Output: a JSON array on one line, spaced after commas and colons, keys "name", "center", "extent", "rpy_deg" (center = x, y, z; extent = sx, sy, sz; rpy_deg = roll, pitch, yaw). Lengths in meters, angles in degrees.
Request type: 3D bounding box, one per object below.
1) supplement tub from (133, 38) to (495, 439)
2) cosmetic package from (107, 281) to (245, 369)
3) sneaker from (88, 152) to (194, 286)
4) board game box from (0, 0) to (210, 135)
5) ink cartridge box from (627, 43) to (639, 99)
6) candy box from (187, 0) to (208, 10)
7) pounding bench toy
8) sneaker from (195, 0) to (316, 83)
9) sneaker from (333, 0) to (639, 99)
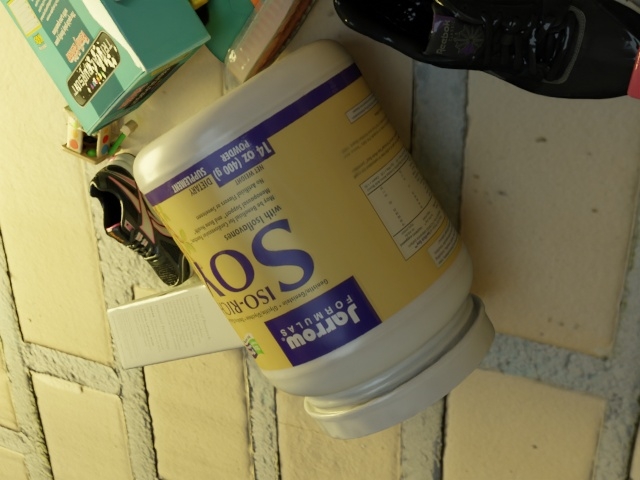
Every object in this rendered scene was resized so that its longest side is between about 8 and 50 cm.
[{"name": "supplement tub", "center": [0.000, 0.000, 0.860], "extent": [0.241, 0.241, 0.331], "rpy_deg": [-26, 101, 36]}, {"name": "cosmetic package", "center": [-0.133, 0.088, 1.047], "extent": [0.231, 0.117, 0.085], "rpy_deg": [-17, 90, 35]}, {"name": "sneaker", "center": [-0.229, -0.014, 1.083], "extent": [0.072, 0.077, 0.178], "rpy_deg": [-25, 103, 37]}, {"name": "board game box", "center": [-0.269, -0.294, 0.885], "extent": [0.336, 0.079, 0.254], "rpy_deg": [58, 154, -9]}, {"name": "ink cartridge box", "center": [0.334, -0.191, 0.627], "extent": [0.159, 0.092, 0.217], "rpy_deg": [27, 119, 37]}, {"name": "candy box", "center": [-0.171, -0.267, 0.884], "extent": [0.206, 0.027, 0.105], "rpy_deg": [-3, 115, 61]}, {"name": "pounding bench toy", "center": [-0.261, -0.124, 1.055], "extent": [0.083, 0.052, 0.065], "rpy_deg": [24, 125, 15]}, {"name": "sneaker", "center": [-0.043, -0.282, 0.810], "extent": [0.121, 0.108, 0.302], "rpy_deg": [42, 132, 0]}, {"name": "sneaker", "center": [0.145, -0.173, 0.759], "extent": [0.283, 0.124, 0.107], "rpy_deg": [20, 124, 18]}]
